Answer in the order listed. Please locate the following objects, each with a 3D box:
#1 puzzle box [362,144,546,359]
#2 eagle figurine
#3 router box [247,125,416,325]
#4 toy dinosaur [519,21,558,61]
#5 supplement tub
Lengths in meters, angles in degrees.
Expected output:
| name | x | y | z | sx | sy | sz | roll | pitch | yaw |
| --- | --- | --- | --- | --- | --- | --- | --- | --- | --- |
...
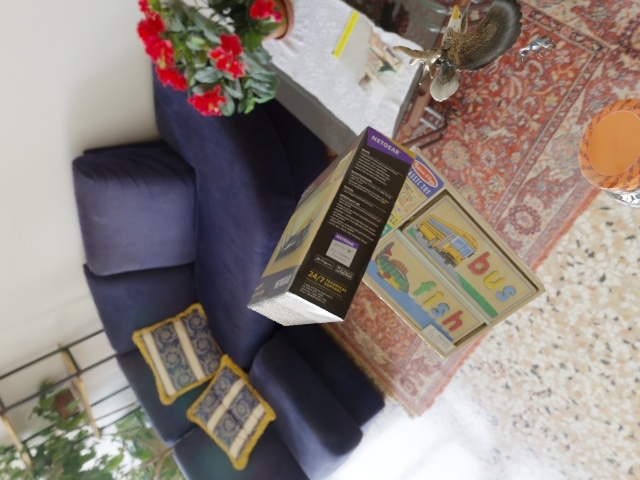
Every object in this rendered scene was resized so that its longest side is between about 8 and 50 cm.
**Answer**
| name | x | y | z | sx | sy | sz | roll | pitch | yaw |
| --- | --- | --- | --- | --- | --- | --- | --- | --- | --- |
| puzzle box | 0.233 | 0.039 | 1.047 | 0.409 | 0.052 | 0.272 | 44 | 111 | -11 |
| eagle figurine | 0.405 | -0.576 | 1.444 | 0.226 | 0.298 | 0.225 | 55 | 157 | 10 |
| router box | 0.000 | 0.000 | 0.748 | 0.081 | 0.242 | 0.309 | 29 | 162 | -10 |
| toy dinosaur | 0.495 | -0.447 | 1.141 | 0.082 | 0.047 | 0.090 | 31 | 108 | 49 |
| supplement tub | 0.675 | -0.149 | 0.935 | 0.207 | 0.338 | 0.207 | -172 | 90 | -69 |
